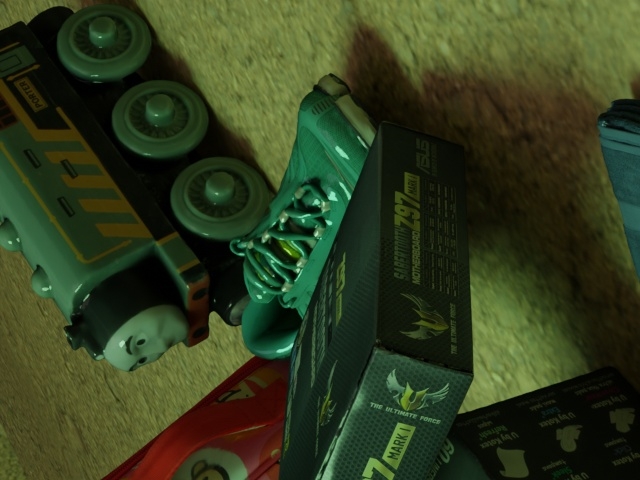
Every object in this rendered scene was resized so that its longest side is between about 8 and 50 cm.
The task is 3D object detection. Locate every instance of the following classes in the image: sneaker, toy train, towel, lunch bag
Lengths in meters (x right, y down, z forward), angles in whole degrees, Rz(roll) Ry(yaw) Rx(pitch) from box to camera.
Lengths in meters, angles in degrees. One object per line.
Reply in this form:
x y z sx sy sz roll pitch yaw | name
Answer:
0.000 0.000 1.211 0.107 0.110 0.275 52 157 25 | sneaker
-0.175 -0.045 1.460 0.334 0.190 0.142 53 159 24 | toy train
0.173 -0.010 0.894 0.067 0.029 0.119 25 138 59 | towel
-0.065 0.215 1.341 0.120 0.293 0.258 43 166 42 | lunch bag

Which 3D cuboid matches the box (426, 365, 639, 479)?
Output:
0.164 0.225 0.991 0.270 0.143 0.165 49 134 31 | box

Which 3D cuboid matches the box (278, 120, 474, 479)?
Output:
0.028 0.067 1.038 0.232 0.059 0.183 -86 15 -56 | box
